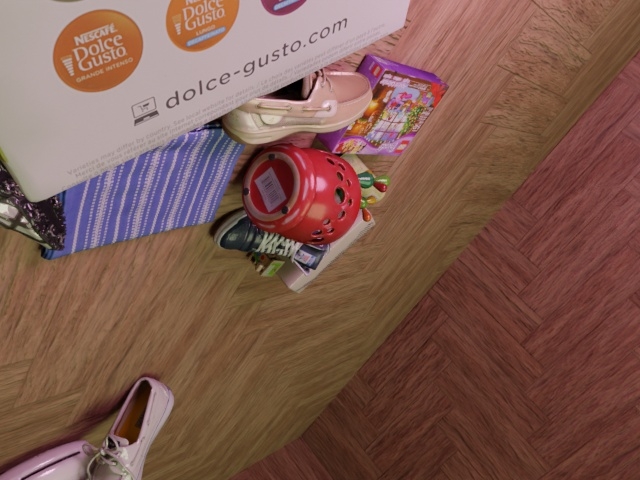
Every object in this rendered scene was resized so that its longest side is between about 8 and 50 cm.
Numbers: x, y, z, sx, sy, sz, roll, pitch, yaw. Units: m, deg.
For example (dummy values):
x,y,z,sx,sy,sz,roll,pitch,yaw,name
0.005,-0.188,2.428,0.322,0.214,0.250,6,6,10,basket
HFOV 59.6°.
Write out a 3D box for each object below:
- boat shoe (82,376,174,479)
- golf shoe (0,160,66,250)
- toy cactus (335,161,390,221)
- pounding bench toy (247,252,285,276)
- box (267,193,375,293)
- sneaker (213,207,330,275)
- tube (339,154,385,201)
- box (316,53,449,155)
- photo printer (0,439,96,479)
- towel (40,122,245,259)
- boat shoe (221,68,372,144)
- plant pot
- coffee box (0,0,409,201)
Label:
x,y,z,sx,sy,sz,roll,pitch,yaw,name
-0.490,0.505,1.362,0.367,0.136,0.156,-65,154,-26,boat shoe
-0.407,-0.048,0.719,0.094,0.077,0.198,-12,144,6,golf shoe
0.049,-0.111,1.229,0.219,0.112,0.180,-5,161,2,toy cactus
-0.139,0.044,1.320,0.052,0.065,0.083,-48,157,16,pounding bench toy
0.000,0.000,1.413,0.275,0.113,0.094,-42,159,1,box
-0.090,0.006,1.219,0.282,0.153,0.099,-10,140,-52,sneaker
0.089,-0.155,1.358,0.240,0.062,0.070,24,79,-60,tube
0.143,-0.281,1.212,0.293,0.057,0.201,-10,142,-52,box
-0.705,0.636,1.397,0.256,0.107,0.307,-16,146,-48,photo printer
-0.273,-0.084,0.912,0.336,0.040,0.243,-17,147,-46,towel
-0.024,-0.247,0.946,0.302,0.109,0.098,-21,151,-31,boat shoe
-0.040,-0.092,1.085,0.191,0.191,0.174,-50,151,17,plant pot
-0.147,-0.301,0.341,0.338,0.338,0.334,-34,156,-24,coffee box
